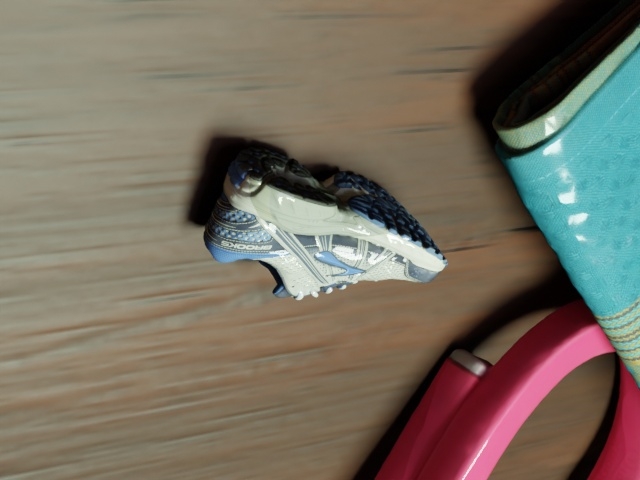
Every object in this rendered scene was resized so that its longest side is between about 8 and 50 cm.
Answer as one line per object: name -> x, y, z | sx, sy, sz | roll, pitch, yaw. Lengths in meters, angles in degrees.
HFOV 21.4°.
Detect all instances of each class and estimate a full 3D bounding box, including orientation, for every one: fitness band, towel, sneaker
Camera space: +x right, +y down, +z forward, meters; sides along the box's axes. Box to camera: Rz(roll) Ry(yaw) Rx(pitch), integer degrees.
fitness band -> 0.109, 0.163, 0.978 | 0.209, 0.054, 0.290 | 26, 95, -48
towel -> 0.260, -0.020, 0.940 | 0.271, 0.040, 0.370 | -43, 128, -10
sneaker -> 0.000, 0.000, 0.790 | 0.135, 0.052, 0.058 | 19, 116, -38
